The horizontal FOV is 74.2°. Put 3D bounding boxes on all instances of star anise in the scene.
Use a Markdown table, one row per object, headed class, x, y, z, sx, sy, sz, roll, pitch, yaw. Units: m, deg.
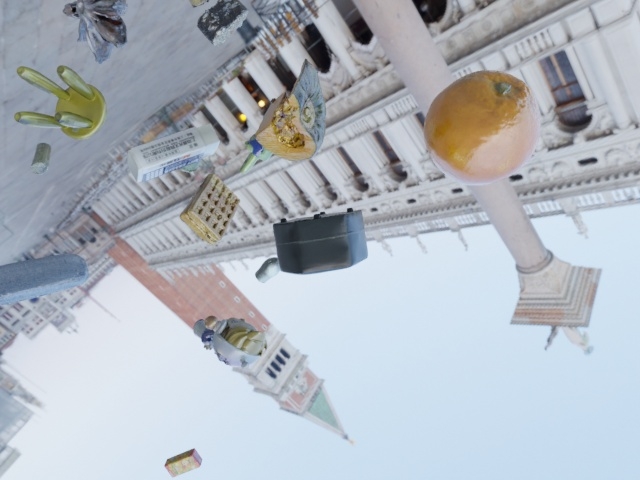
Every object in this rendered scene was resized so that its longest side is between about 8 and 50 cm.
| class | x | y | z | sx | sy | sz | roll | pitch | yaw |
| --- | --- | --- | --- | --- | --- | --- | --- | --- | --- |
| star anise | -0.676 | -0.725 | 1.330 | 0.359 | 0.316 | 0.139 | 19 | -145 | 27 |

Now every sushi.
| class | x | y | z | sx | sy | sz | roll | pitch | yaw |
| --- | --- | --- | --- | --- | --- | --- | --- | --- | --- |
| sushi | -0.263 | -0.598 | 1.150 | 0.090 | 0.078 | 0.150 | -23 | -152 | 56 |

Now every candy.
| class | x | y | z | sx | sy | sz | roll | pitch | yaw |
| --- | --- | --- | --- | --- | --- | --- | --- | --- | --- |
| candy | -0.501 | 0.814 | 1.550 | 0.122 | 0.062 | 0.038 | -25 | -164 | 7 |

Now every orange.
| class | x | y | z | sx | sy | sz | roll | pitch | yaw |
| --- | --- | --- | --- | --- | --- | --- | --- | --- | --- |
| orange | 0.442 | -0.308 | 1.168 | 0.312 | 0.312 | 0.312 | -33 | -158 | 15 |

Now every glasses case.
| class | x | y | z | sx | sy | sz | roll | pitch | yaw |
| --- | --- | --- | --- | --- | --- | --- | --- | --- | --- |
| glasses case | -0.809 | 0.106 | 1.193 | 0.282 | 0.109 | 0.067 | -14 | 151 | -42 |

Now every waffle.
| class | x | y | z | sx | sy | sz | roll | pitch | yaw |
| --- | --- | --- | --- | --- | --- | --- | --- | --- | --- |
| waffle | -0.513 | -0.156 | 2.013 | 0.098 | 0.224 | 0.328 | -21 | -146 | 29 |

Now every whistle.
| class | x | y | z | sx | sy | sz | roll | pitch | yaw |
| --- | --- | --- | --- | --- | --- | --- | --- | --- | --- |
| whistle | -0.188 | -0.309 | 1.356 | 0.227 | 0.085 | 0.105 | -49 | -150 | 15 |

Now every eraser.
| class | x | y | z | sx | sy | sz | roll | pitch | yaw |
| --- | --- | --- | --- | --- | --- | --- | --- | --- | --- |
| eraser | -0.477 | -0.287 | 1.380 | 0.279 | 0.081 | 0.124 | -29 | -179 | -28 |

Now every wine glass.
| class | x | y | z | sx | sy | sz | roll | pitch | yaw |
| --- | --- | --- | --- | --- | --- | --- | --- | --- | --- |
| wine glass | -0.256 | 0.133 | 2.254 | 0.222 | 0.103 | 0.103 | -42 | -162 | 29 |

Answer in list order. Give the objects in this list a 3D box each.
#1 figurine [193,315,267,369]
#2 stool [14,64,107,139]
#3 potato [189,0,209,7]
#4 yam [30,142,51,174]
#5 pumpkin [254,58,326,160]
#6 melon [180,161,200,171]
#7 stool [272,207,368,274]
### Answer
| class | x | y | z | sx | sy | sz | roll | pitch | yaw |
| --- | --- | --- | --- | --- | --- | --- | --- | --- | --- |
| figurine | -0.275 | 0.277 | 1.205 | 0.274 | 0.194 | 0.133 | 10 | -113 | 27 |
| stool | -0.479 | -0.254 | 0.786 | 0.134 | 0.135 | 0.110 | -42 | 174 | 6 |
| potato | -0.366 | -0.815 | 1.300 | 0.261 | 0.100 | 0.120 | -8 | -117 | 38 |
| yam | -0.987 | -0.292 | 1.501 | 0.054 | 0.054 | 0.132 | -33 | -130 | 16 |
| pumpkin | -0.091 | -0.342 | 1.129 | 0.190 | 0.280 | 0.139 | 11 | -114 | 18 |
| melon | -0.554 | -0.370 | 1.780 | 0.114 | 0.114 | 0.167 | -9 | -104 | 53 |
| stool | 0.000 | 0.000 | 1.058 | 0.232 | 0.141 | 0.232 | -10 | -175 | 1 |
